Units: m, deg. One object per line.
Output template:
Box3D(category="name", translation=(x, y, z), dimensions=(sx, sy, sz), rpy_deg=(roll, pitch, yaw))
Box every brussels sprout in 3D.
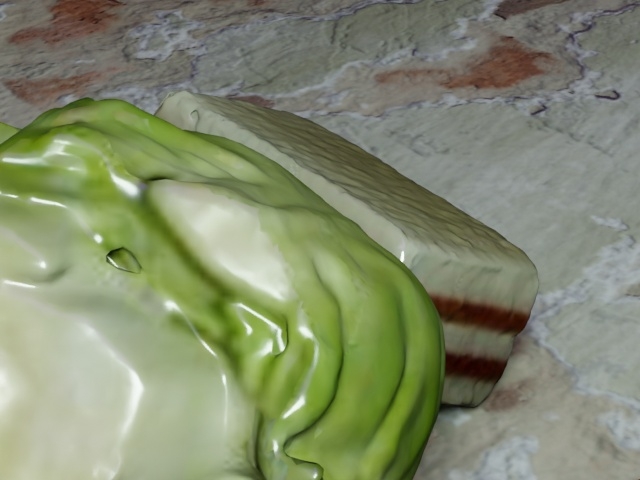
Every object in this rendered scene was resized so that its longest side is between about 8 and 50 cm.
Box3D(category="brussels sprout", translation=(-0.146, 0.097, 0.836), dimensions=(0.425, 0.361, 0.342), rpy_deg=(11, 81, 11))

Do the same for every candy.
Box3D(category="candy", translation=(0.000, 0.000, 1.085), dimensions=(0.179, 0.135, 0.321), rpy_deg=(10, 16, -45))

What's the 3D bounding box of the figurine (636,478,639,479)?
Box3D(category="figurine", translation=(0.196, 0.230, 0.784), dimensions=(0.193, 0.140, 0.265), rpy_deg=(-13, 41, 29))
